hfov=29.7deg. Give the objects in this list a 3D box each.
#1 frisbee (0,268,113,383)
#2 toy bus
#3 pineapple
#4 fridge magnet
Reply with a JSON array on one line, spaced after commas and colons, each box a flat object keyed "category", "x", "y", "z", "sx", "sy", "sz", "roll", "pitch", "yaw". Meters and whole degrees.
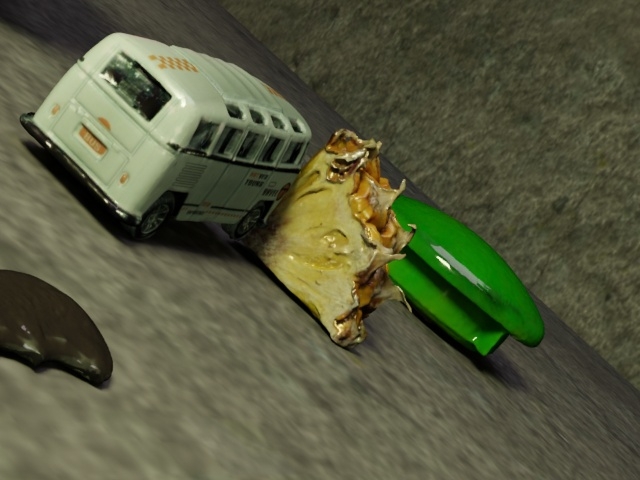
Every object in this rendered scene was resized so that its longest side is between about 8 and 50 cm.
[{"category": "frisbee", "x": -0.122, "y": 0.023, "z": 0.338, "sx": 0.211, "sy": 0.012, "sz": 0.187, "roll": 35, "pitch": 11, "yaw": -40}, {"category": "toy bus", "x": -0.071, "y": -0.057, "z": 0.675, "sx": 0.087, "sy": 0.089, "sz": 0.194, "roll": 43, "pitch": 14, "yaw": 18}, {"category": "pineapple", "x": 0.000, "y": 0.000, "z": 0.777, "sx": 0.116, "sy": 0.137, "sz": 0.069, "roll": -1, "pitch": -8, "yaw": 16}, {"category": "fridge magnet", "x": 0.123, "y": 0.032, "z": 1.133, "sx": 0.208, "sy": 0.088, "sz": 0.208, "roll": 41, "pitch": 7, "yaw": -6}]
